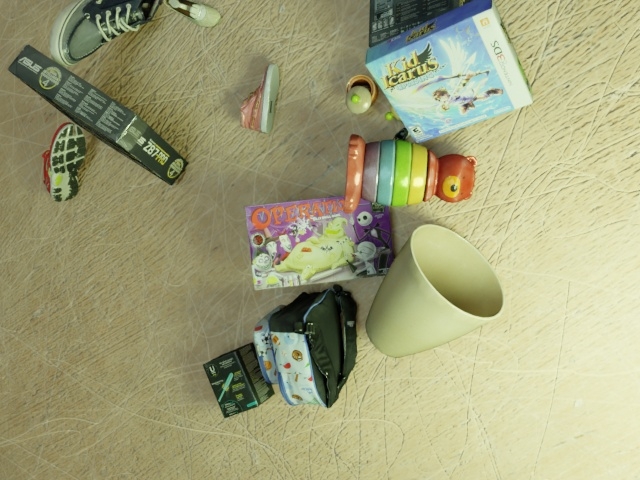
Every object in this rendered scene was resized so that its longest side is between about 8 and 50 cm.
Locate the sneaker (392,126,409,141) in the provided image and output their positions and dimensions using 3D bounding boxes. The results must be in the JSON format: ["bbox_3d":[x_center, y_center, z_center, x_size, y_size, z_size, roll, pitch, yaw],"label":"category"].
[{"bbox_3d":[0.182,-0.237,1.424,0.031,0.035,0.083,36,109,15],"label":"sneaker"}]

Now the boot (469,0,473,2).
[{"bbox_3d":[0.316,-0.607,1.290,0.246,0.083,0.161,-43,58,4],"label":"boot"}]

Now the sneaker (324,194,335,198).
[{"bbox_3d":[0.036,-0.047,1.507,0.070,0.051,0.134,-23,103,47],"label":"sneaker"}]

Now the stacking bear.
[{"bbox_3d":[0.206,-0.149,1.351,0.289,0.164,0.175,5,111,4],"label":"stacking bear"}]

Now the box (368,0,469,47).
[{"bbox_3d":[0.206,-0.521,1.270,0.233,0.059,0.183,0,90,46],"label":"box"}]

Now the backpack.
[{"bbox_3d":[-0.034,0.275,1.471,0.213,0.276,0.263,-11,99,28],"label":"backpack"}]

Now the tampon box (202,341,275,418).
[{"bbox_3d":[-0.225,0.384,1.641,0.120,0.101,0.161,-25,86,23],"label":"tampon box"}]

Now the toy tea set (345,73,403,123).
[{"bbox_3d":[0.207,-0.377,1.345,0.336,0.124,0.200,-35,83,23],"label":"toy tea set"}]

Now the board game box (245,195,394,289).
[{"bbox_3d":[0.000,0.000,1.447,0.347,0.056,0.208,-7,91,-3],"label":"board game box"}]

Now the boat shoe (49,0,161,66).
[{"bbox_3d":[-0.557,-0.583,1.562,0.158,0.127,0.340,14,63,16],"label":"boat shoe"}]

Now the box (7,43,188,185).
[{"bbox_3d":[-0.578,-0.321,1.578,0.395,0.318,0.097,33,85,17],"label":"box"}]

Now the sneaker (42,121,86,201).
[{"bbox_3d":[-0.783,-0.243,1.768,0.118,0.107,0.279,44,128,20],"label":"sneaker"}]

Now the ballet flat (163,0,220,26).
[{"bbox_3d":[-0.347,-0.613,1.586,0.168,0.052,0.057,23,105,18],"label":"ballet flat"}]

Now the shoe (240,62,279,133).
[{"bbox_3d":[-0.160,-0.370,1.533,0.081,0.063,0.178,14,106,16],"label":"shoe"}]

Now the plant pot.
[{"bbox_3d":[0.232,0.147,1.363,0.256,0.256,0.274,47,128,11],"label":"plant pot"}]

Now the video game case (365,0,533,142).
[{"bbox_3d":[0.268,-0.341,1.233,0.270,0.061,0.244,-17,135,30],"label":"video game case"}]
